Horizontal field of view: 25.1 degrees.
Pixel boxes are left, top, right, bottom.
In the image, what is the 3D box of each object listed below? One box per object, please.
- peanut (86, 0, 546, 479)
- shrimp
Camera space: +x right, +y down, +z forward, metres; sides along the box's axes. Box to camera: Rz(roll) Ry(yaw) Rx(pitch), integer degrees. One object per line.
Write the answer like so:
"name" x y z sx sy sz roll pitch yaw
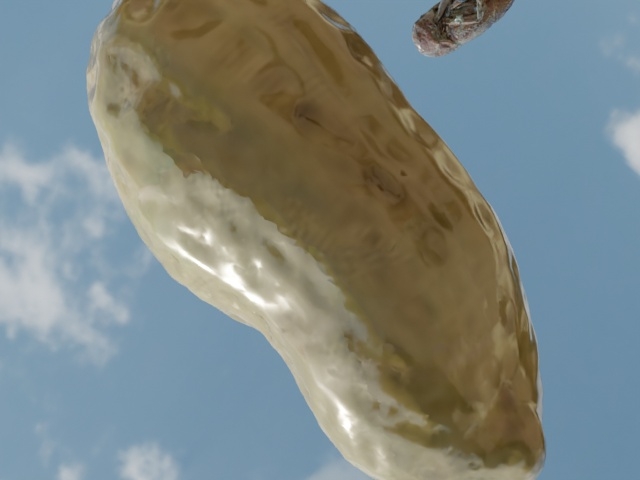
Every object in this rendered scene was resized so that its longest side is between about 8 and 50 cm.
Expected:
"peanut" 0.000 0.000 0.873 0.387 0.192 0.169 53 -138 -1
"shrimp" 0.189 -0.289 1.706 0.073 0.190 0.075 47 -165 -31
